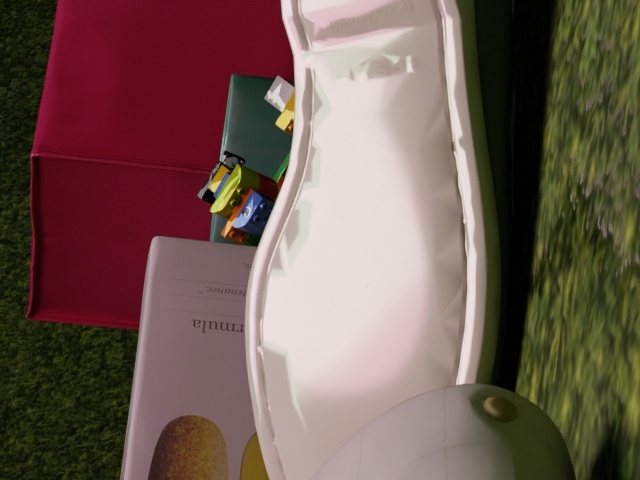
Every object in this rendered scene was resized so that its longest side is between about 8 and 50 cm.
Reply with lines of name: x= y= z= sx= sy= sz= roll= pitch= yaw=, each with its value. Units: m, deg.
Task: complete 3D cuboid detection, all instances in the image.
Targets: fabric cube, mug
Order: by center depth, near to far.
mug: x=-0.025 y=-0.063 z=1.404 sx=0.158 sy=0.097 sz=0.129 roll=-86 pitch=6 yaw=-45
fabric cube: x=-0.124 y=-0.086 z=1.713 sx=0.259 sy=0.254 sz=0.258 roll=105 pitch=169 yaw=-53

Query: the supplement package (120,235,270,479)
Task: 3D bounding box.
supplement package: x=-0.030 y=0.138 z=0.916 sx=0.134 sy=0.139 sz=0.244 roll=102 pitch=172 yaw=-51

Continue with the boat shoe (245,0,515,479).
boat shoe: x=0.043 y=-0.025 z=0.750 sx=0.099 sy=0.116 sz=0.319 roll=2 pitch=-92 yaw=-52

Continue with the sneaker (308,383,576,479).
sneaker: x=0.017 y=0.183 z=0.564 sx=0.169 sy=0.108 sz=0.292 roll=-87 pitch=16 yaw=-59

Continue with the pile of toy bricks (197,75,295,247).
pile of toy bricks: x=0.000 y=0.000 z=1.068 sx=0.105 sy=0.118 sz=0.212 roll=40 pitch=103 yaw=44
